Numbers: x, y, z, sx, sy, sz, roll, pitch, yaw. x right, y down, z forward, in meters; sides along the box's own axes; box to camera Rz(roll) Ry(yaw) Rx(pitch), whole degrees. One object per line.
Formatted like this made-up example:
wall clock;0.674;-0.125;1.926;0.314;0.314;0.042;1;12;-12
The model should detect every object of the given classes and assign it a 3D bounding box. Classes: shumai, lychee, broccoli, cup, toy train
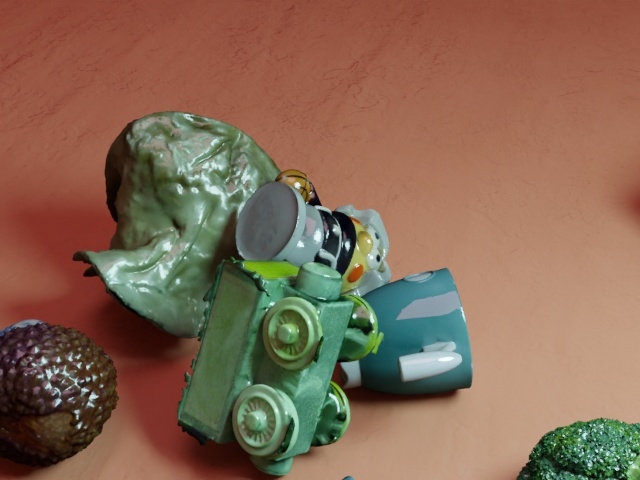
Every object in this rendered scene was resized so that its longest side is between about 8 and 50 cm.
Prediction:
shumai;-0.183;0.011;1.438;0.329;0.292;0.289;17;39;-17
lychee;-0.344;0.182;1.227;0.188;0.188;0.188;1;35;-1
broccoli;0.324;0.280;1.152;0.156;0.195;0.195;44;42;-2
cup;0.105;0.133;1.343;0.173;0.168;0.300;-9;9;-1
toy train;-0.054;0.149;1.222;0.188;0.272;0.159;23;12;34

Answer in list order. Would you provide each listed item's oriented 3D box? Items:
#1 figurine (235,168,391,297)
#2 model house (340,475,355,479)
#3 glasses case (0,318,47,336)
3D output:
figurine;0.000;0.000;1.405;0.133;0.236;0.176;-19;58;36
model house;-0.089;0.396;0.772;0.338;0.360;0.298;-13;62;-7
glasses case;-0.454;0.186;1.312;0.086;0.065;0.248;25;39;25
